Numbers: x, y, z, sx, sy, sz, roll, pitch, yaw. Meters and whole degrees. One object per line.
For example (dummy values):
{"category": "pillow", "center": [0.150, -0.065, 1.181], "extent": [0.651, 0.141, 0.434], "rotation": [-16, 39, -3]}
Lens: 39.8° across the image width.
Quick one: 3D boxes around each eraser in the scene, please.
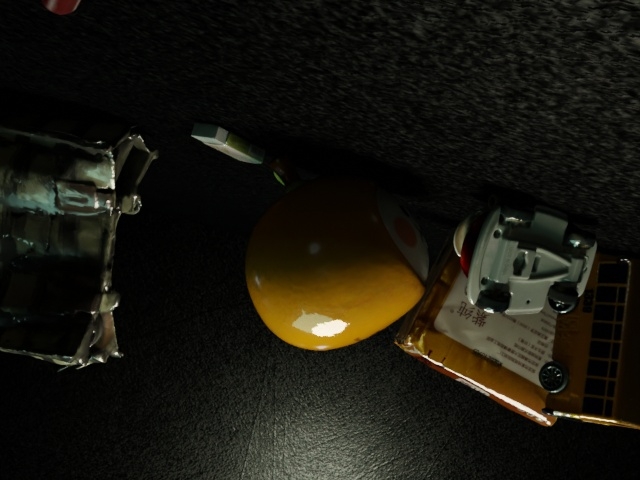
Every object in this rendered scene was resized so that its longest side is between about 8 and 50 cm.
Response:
{"category": "eraser", "center": [-0.098, -0.105, 0.954], "extent": [0.038, 0.019, 0.083], "rotation": [14, 176, 36]}

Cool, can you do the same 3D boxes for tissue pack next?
{"category": "tissue pack", "center": [0.235, 0.109, 1.141], "extent": [0.226, 0.183, 0.092], "rotation": [29, 174, -5]}

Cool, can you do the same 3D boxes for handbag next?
{"category": "handbag", "center": [-0.395, -0.013, 1.163], "extent": [0.327, 0.325, 0.162], "rotation": [12, -172, 23]}

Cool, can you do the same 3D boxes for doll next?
{"category": "doll", "center": [0.000, 0.000, 0.968], "extent": [0.236, 0.213, 0.213], "rotation": [57, 179, 5]}

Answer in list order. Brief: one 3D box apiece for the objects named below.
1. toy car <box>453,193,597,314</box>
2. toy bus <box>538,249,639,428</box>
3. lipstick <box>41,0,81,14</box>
{"category": "toy car", "center": [0.195, 0.010, 0.890], "extent": [0.139, 0.112, 0.112], "rotation": [8, -166, -21]}
{"category": "toy bus", "center": [0.329, 0.111, 1.020], "extent": [0.114, 0.200, 0.098], "rotation": [1, 166, 42]}
{"category": "lipstick", "center": [-0.126, -0.149, 0.455], "extent": [0.027, 0.027, 0.176], "rotation": [18, 174, -21]}
